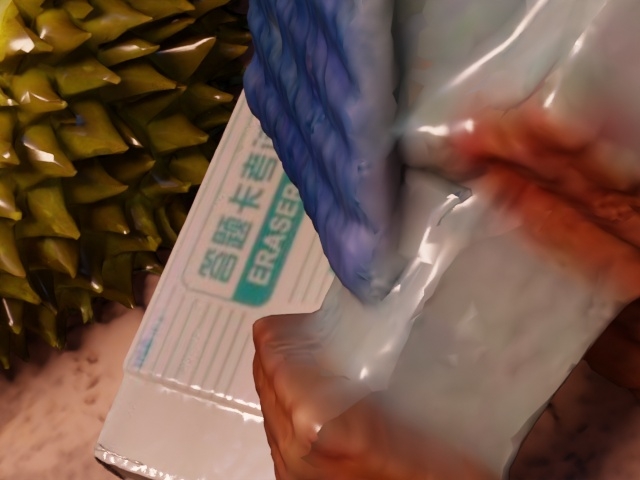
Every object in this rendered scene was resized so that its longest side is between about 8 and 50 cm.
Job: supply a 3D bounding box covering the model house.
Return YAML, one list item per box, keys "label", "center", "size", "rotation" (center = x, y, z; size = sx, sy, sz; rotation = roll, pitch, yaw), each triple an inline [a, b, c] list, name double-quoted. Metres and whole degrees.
- label: "model house"
  center: [0.106, -0.052, 0.450]
  size: [0.329, 0.294, 0.252]
  rotation: [-58, 28, 10]

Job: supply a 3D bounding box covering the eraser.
- label: "eraser"
  center: [0.000, 0.000, 0.548]
  size: [0.095, 0.052, 0.225]
  rotation: [15, 70, 18]

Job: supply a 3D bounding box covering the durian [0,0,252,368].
- label: "durian"
  center: [-0.120, -0.095, 0.569]
  size: [0.169, 0.158, 0.352]
  rotation: [5, 70, 22]
